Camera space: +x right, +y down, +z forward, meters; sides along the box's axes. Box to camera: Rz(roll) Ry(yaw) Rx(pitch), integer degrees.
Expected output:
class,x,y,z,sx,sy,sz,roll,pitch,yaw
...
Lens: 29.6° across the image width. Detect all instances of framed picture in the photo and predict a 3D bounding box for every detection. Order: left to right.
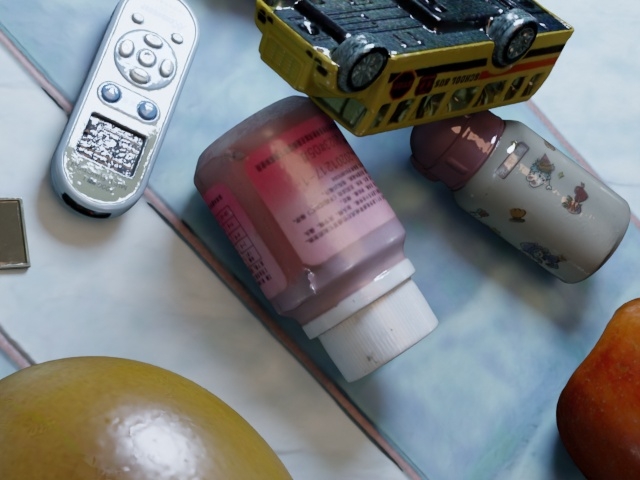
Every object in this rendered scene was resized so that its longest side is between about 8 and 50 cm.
class,x,y,z,sx,sy,sz,roll,pitch,yaw
framed picture,-0.294,-0.005,1.028,0.089,0.006,0.066,-4,74,-28

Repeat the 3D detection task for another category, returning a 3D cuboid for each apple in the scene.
class,x,y,z,sx,sy,sz,roll,pitch,yaw
apple,0.344,0.166,1.172,0.201,0.218,0.218,33,57,16

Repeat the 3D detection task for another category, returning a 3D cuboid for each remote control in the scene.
class,x,y,z,sx,sy,sz,roll,pitch,yaw
remote control,-0.178,-0.128,1.110,0.087,0.047,0.244,27,61,-20

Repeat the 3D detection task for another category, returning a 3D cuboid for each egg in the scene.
class,x,y,z,sx,sy,sz,roll,pitch,yaw
egg,-0.136,0.249,0.853,0.282,0.282,0.351,-32,85,-32

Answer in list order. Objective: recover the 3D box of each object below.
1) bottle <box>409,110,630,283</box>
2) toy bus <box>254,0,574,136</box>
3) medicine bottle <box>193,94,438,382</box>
class,x,y,z,sx,sy,sz,roll,pitch,yaw
bottle,0.197,-0.060,1.241,0.233,0.110,0.110,34,60,-12
toy bus,0.083,-0.174,1.090,0.335,0.123,0.121,-17,52,-43
medicine bottle,0.000,0.000,1.098,0.147,0.147,0.247,-32,89,-32
